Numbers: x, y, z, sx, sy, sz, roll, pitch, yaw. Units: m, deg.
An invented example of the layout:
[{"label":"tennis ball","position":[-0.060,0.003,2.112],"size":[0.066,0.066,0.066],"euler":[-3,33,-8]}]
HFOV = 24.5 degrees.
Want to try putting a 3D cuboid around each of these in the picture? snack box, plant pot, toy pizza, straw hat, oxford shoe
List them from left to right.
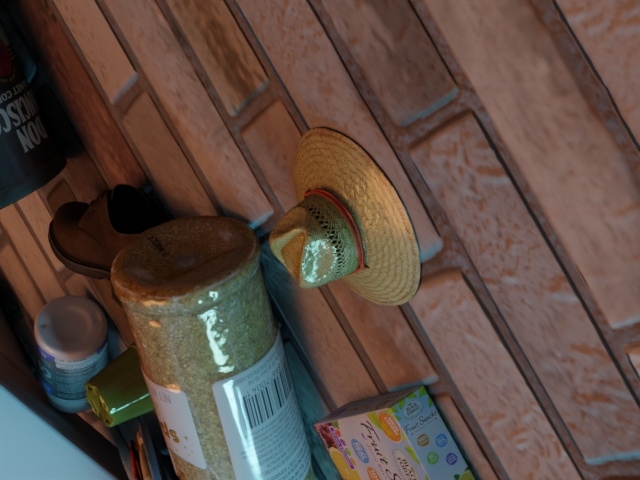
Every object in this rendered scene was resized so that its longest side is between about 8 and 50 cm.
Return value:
[{"label":"oxford shoe","position":[-0.175,-0.010,1.306],"size":[0.227,0.083,0.096],"euler":[22,116,52]},{"label":"plant pot","position":[-0.190,0.146,1.471],"size":[0.083,0.079,0.083],"euler":[43,151,32]},{"label":"toy pizza","position":[-0.170,0.290,1.556],"size":[0.201,0.032,0.201],"euler":[164,90,-84]},{"label":"straw hat","position":[0.000,0.000,0.995],"size":[0.144,0.061,0.144],"euler":[43,150,33]},{"label":"snack box","position":[0.057,0.165,1.091],"size":[0.100,0.037,0.141],"euler":[60,154,-2]}]

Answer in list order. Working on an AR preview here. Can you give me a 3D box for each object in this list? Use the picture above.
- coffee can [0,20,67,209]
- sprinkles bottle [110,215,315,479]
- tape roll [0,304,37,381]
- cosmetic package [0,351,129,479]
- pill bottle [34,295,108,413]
[{"label":"coffee can","position":[-0.383,-0.156,1.364],"size":[0.201,0.201,0.275],"euler":[7,123,59]},{"label":"sprinkles bottle","position":[-0.072,0.154,1.219],"size":[0.121,0.121,0.355],"euler":[29,140,47]},{"label":"tape roll","position":[-0.503,0.164,1.870],"size":[0.246,0.246,0.169],"euler":[8,123,59]},{"label":"cosmetic package","position":[-0.339,0.238,1.629],"size":[0.224,0.138,0.224],"euler":[42,174,-12]},{"label":"pill bottle","position":[-0.269,0.127,1.596],"size":[0.078,0.078,0.137],"euler":[48,152,24]}]
